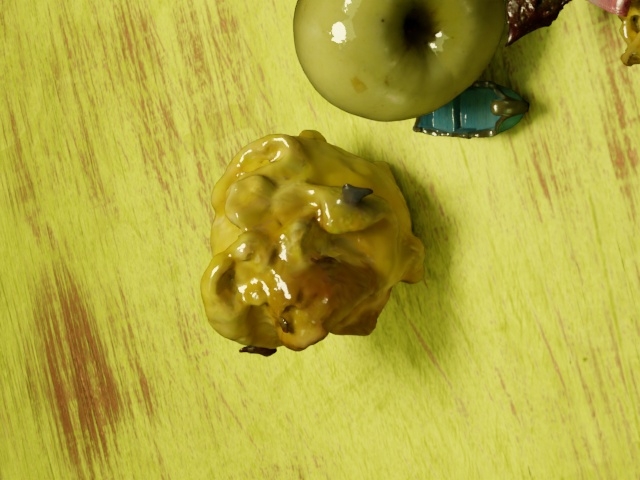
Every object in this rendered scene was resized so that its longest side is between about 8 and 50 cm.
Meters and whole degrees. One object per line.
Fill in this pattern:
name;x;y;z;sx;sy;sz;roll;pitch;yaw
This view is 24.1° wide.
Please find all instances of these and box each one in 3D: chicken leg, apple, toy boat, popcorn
chicken leg;0.262;-0.334;1.690;0.063;0.105;0.233;-128;39;-61
apple;0.088;-0.275;1.832;0.262;0.262;0.262;12;106;47
toy boat;0.185;-0.165;1.884;0.185;0.077;0.075;6;101;48
popcorn;0.000;0.000;1.963;0.281;0.297;0.315;125;157;-56

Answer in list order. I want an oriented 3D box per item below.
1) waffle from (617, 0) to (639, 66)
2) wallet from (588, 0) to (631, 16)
waffle;0.421;-0.279;1.610;0.291;0.051;0.291;12;106;48
wallet;0.345;-0.366;1.643;0.119;0.025;0.232;-119;42;-68
